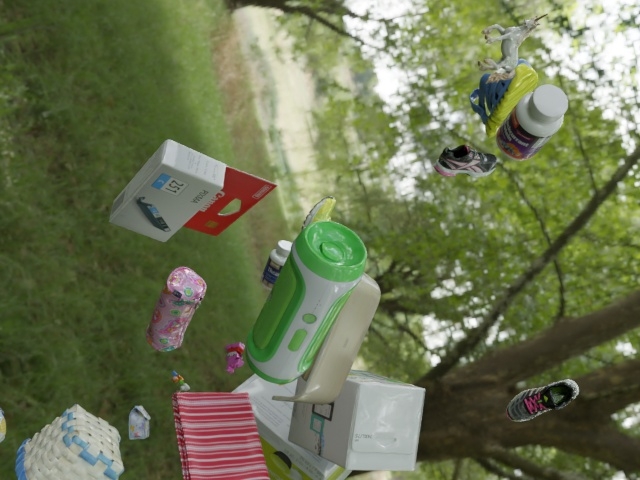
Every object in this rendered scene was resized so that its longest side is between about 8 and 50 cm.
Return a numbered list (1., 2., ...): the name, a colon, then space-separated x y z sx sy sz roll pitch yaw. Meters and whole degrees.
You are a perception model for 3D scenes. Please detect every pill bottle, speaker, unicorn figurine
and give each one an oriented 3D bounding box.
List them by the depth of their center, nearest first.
1. speaker: -0.029 0.108 1.311 0.131 0.131 0.297 -104 -148 -44
2. unicorn figurine: 0.393 -0.410 1.647 0.060 0.111 0.162 -101 -167 -49
3. pill bottle: 0.475 -0.265 1.765 0.193 0.108 0.108 114 -36 -68
4. pill bottle: -0.102 0.063 1.970 0.067 0.067 0.120 -104 -148 -61

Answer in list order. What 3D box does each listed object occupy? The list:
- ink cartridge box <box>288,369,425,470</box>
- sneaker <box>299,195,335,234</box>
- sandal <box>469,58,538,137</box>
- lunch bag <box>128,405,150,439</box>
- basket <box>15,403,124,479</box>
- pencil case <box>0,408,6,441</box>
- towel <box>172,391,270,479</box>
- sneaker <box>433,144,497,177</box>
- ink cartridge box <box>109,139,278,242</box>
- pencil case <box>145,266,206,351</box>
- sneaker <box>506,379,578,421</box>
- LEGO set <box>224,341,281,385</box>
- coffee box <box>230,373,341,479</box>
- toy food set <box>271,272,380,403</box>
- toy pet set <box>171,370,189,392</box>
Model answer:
1. ink cartridge box: 0.083 0.421 1.887 0.270 0.198 0.197 3 -97 59
2. sneaker: 0.000 0.000 1.780 0.209 0.094 0.081 -68 169 14
3. sandal: 0.472 -0.393 2.098 0.138 0.126 0.317 55 -15 12
4. lunch bag: -0.468 0.470 2.039 0.071 0.053 0.083 112 -27 -77
5. basket: -0.538 0.503 1.601 0.201 0.289 0.255 47 -3 -21
6. pencil case: -0.668 0.406 1.393 0.273 0.113 0.124 -71 148 -52
7. towel: -0.225 0.457 1.784 0.031 0.198 0.275 -61 -146 37
8. sneaker: 0.388 -0.212 2.056 0.077 0.178 0.072 106 -33 -43
9. ink cartridge box: -0.277 -0.079 1.696 0.296 0.261 0.066 -35 -138 48
10. pencil case: -0.420 0.204 2.282 0.284 0.124 0.124 -59 -146 41
11. sneaker: 0.494 0.354 1.751 0.075 0.170 0.063 45 24 -74
12. LEGO set: -0.118 0.285 1.829 0.087 0.227 0.093 40 46 -39
13. coffee box: -0.072 0.550 2.219 0.337 0.338 0.334 37 -51 17
14. toy food set: 0.012 0.189 1.595 0.306 0.092 0.219 -67 158 -5
15. toy pet set: -0.333 0.400 1.947 0.122 0.065 0.114 42 -10 30
